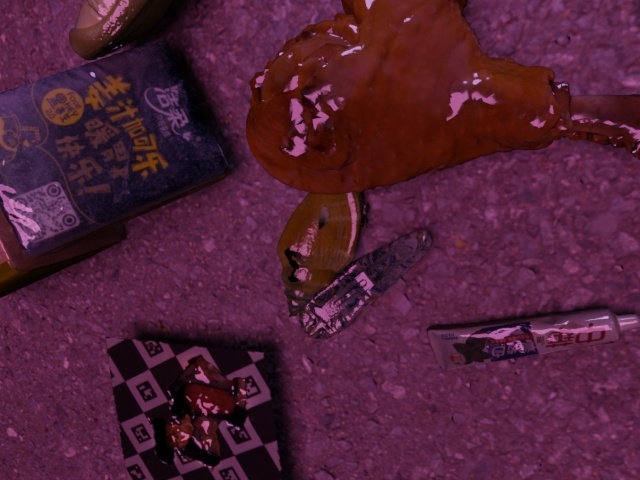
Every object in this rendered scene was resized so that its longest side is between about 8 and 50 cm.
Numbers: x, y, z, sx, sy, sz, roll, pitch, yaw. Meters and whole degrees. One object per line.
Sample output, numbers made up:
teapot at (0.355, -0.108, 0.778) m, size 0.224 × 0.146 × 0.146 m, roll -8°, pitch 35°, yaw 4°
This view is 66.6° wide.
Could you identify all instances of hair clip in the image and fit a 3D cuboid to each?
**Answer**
hair clip at (0.056, 0.056, 0.626) m, size 0.229 × 0.036 × 0.066 m, roll -42°, pitch 83°, yaw 30°

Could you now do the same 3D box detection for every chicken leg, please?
chicken leg at (0.128, -0.180, 0.488) m, size 0.410 × 0.182 × 0.294 m, roll 7°, pitch 90°, yaw 11°

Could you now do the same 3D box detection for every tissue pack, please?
tissue pack at (-0.268, -0.114, 0.599) m, size 0.257 × 0.081 × 0.185 m, roll -27°, pitch 95°, yaw -17°
tissue pack at (-0.474, -0.006, 0.712) m, size 0.275 × 0.200 × 0.167 m, roll -21°, pitch 97°, yaw 23°

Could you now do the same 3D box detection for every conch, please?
conch at (-0.002, 0.002, 0.619) m, size 0.095 × 0.079 × 0.200 m, roll 29°, pitch 103°, yaw -9°

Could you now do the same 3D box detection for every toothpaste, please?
toothpaste at (0.244, 0.113, 0.573) m, size 0.234 × 0.038 × 0.060 m, roll -15°, pitch 96°, yaw 25°

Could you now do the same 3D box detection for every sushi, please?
sushi at (-0.184, 0.282, 0.757) m, size 0.294 × 0.059 × 0.291 m, roll 0°, pitch 103°, yaw 20°

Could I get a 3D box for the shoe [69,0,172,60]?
shoe at (-0.214, -0.334, 0.579) m, size 0.262 × 0.140 × 0.128 m, roll -40°, pitch 98°, yaw 18°
